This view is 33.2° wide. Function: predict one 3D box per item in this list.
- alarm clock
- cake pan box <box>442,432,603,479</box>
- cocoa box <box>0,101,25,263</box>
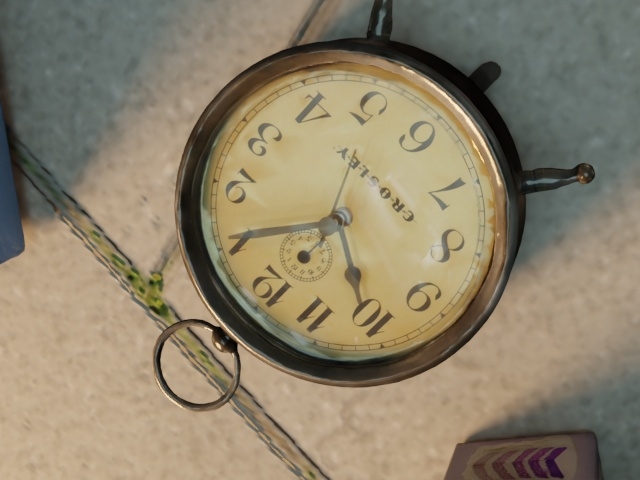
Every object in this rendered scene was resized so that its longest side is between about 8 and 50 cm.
[{"bbox_3d":[0.000,0.000,0.423,0.129,0.064,0.192,46,107,1],"label":"alarm clock"},{"bbox_3d":[0.076,0.222,0.357,0.070,0.246,0.267,-8,101,16],"label":"cake pan box"},{"bbox_3d":[-0.283,-0.129,0.382,0.231,0.228,0.347,-3,101,16],"label":"cocoa box"}]
